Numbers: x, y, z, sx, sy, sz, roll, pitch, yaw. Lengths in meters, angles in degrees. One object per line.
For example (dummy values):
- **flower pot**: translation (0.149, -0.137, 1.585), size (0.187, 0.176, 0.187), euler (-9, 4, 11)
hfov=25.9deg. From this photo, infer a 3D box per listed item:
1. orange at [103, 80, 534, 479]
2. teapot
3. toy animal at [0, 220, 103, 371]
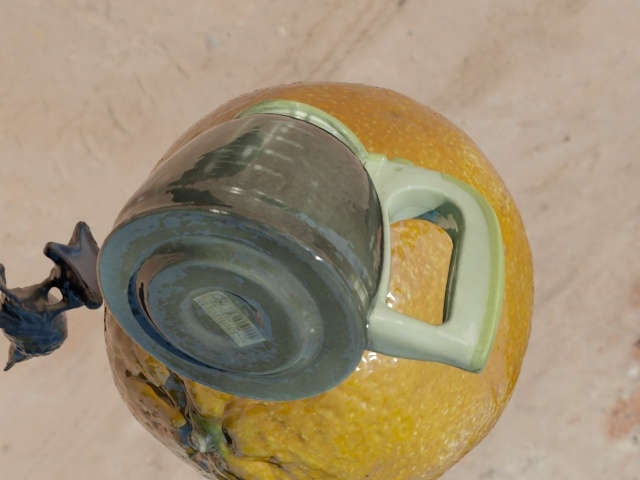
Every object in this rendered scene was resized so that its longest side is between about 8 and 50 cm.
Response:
- **orange**: translation (-0.001, 0.035, 0.804), size (0.264, 0.264, 0.264), euler (-22, 152, -12)
- **teapot**: translation (-0.005, 0.003, 0.482), size (0.124, 0.090, 0.092), euler (33, 138, -12)
- **toy animal**: translation (-0.219, 0.056, 1.062), size (0.105, 0.070, 0.202), euler (-26, 167, -30)
